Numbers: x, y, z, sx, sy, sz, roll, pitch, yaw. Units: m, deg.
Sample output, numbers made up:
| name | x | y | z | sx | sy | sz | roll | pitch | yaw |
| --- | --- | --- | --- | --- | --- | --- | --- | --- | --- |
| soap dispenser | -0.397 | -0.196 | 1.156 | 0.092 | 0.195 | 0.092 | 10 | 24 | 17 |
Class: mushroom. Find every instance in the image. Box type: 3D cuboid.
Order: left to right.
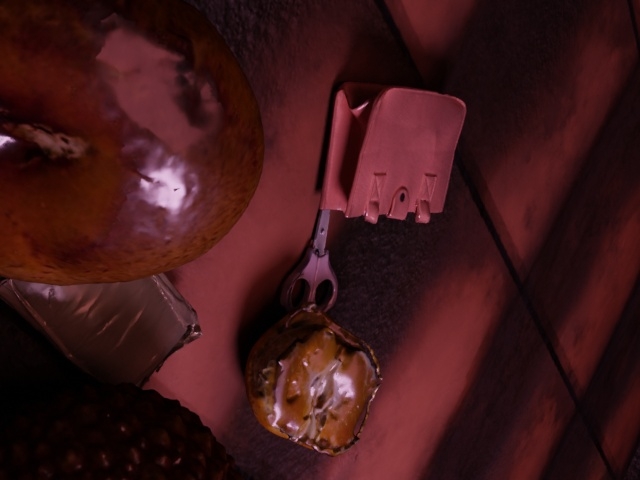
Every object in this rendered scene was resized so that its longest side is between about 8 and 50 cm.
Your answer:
| name | x | y | z | sx | sy | sz | roll | pitch | yaw |
| --- | --- | --- | --- | --- | --- | --- | --- | --- | --- |
| mushroom | -0.170 | -0.086 | 0.625 | 0.254 | 0.267 | 0.267 | -48 | 146 | -71 |

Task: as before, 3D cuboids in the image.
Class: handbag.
| name | x | y | z | sx | sy | sz | roll | pitch | yaw |
| --- | --- | --- | --- | --- | --- | --- | --- | --- | --- |
| handbag | 0.088 | -0.098 | 1.060 | 0.213 | 0.059 | 0.157 | -4 | 107 | -54 |

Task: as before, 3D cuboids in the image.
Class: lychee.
| name | x | y | z | sx | sy | sz | roll | pitch | yaw |
| --- | --- | --- | --- | --- | --- | --- | --- | --- | --- |
| lychee | -0.157 | 0.246 | 0.722 | 0.271 | 0.271 | 0.271 | -26 | 124 | -45 |

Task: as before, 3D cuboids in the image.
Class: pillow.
| name | x | y | z | sx | sy | sz | roll | pitch | yaw |
| --- | --- | --- | --- | --- | --- | --- | --- | --- | --- |
| pillow | -0.182 | 0.052 | 0.779 | 0.119 | 0.053 | 0.208 | -49 | 138 | -21 |

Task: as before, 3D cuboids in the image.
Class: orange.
| name | x | y | z | sx | sy | sz | roll | pitch | yaw |
| --- | --- | --- | --- | --- | --- | --- | --- | --- | --- |
| orange | -0.016 | 0.150 | 0.994 | 0.160 | 0.112 | 0.169 | -15 | 94 | -37 |

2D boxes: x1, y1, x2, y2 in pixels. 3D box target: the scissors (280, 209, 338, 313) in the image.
| name | x | y | z | sx | sy | sz | roll | pitch | yaw |
| --- | --- | --- | --- | --- | --- | --- | --- | --- | --- |
| scissors | 0.000 | 0.000 | 1.030 | 0.100 | 0.015 | 0.188 | 1 | 103 | -55 |
